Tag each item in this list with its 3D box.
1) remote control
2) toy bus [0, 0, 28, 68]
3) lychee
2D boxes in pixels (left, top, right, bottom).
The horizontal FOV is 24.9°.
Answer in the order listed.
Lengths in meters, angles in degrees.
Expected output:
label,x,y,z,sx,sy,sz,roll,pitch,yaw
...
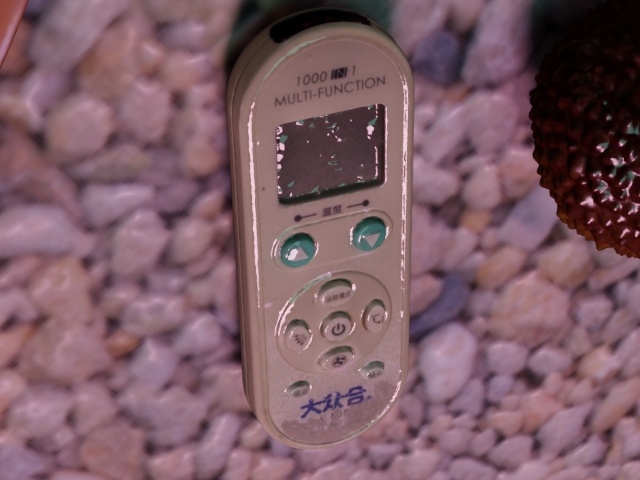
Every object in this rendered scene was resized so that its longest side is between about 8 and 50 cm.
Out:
label,x,y,z,sx,sy,sz,roll,pitch,yaw
remote control,0.000,0.000,0.639,0.078,0.042,0.221,-13,125,-16
toy bus,-0.208,-0.104,0.385,0.288,0.194,0.232,37,94,-37
lychee,0.151,-0.043,0.633,0.123,0.123,0.129,-21,136,-11
